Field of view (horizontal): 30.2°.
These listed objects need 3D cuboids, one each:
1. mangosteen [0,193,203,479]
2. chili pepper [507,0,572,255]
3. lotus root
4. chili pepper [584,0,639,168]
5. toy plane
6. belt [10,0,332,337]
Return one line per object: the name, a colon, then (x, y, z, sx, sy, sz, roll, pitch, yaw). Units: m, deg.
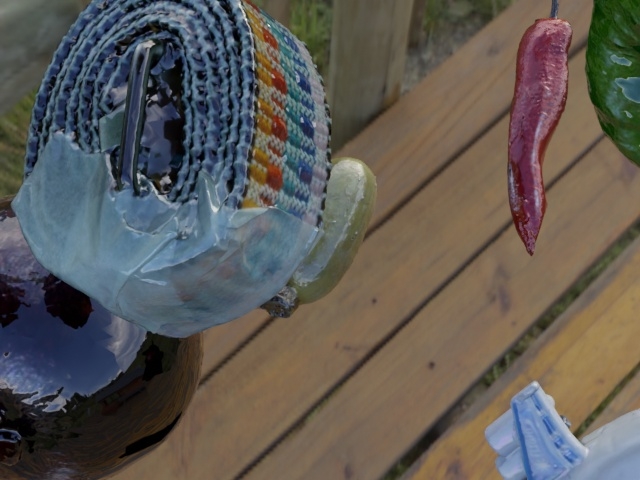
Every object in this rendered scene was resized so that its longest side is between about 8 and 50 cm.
mangosteen: (-0.257, 0.077, 1.185, 0.306, 0.307, 0.347, 18, 40, 7)
chili pepper: (0.186, -0.118, 1.028, 0.050, 0.059, 0.268, 18, 73, -21)
lotus root: (0.001, 0.001, 1.208, 0.077, 0.090, 0.183, 25, 76, 12)
chili pepper: (0.144, -0.117, 0.342, 0.099, 0.253, 0.083, 19, 56, 0)
toy plane: (0.270, 0.224, 1.053, 0.266, 0.267, 0.122, 24, 27, 11)
belt: (-0.104, -0.061, 0.852, 0.207, 0.150, 0.258, -2, 75, 31)
